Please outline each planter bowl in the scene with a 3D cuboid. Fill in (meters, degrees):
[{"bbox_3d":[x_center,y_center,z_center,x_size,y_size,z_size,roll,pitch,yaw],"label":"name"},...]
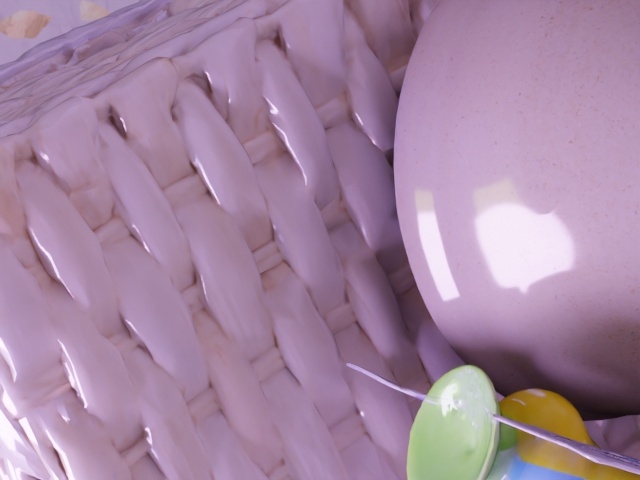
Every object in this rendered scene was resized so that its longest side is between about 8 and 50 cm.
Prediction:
[{"bbox_3d":[0.118,-0.023,0.440,0.109,0.162,0.162,-3,114,54],"label":"planter bowl"}]

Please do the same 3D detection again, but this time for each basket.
[{"bbox_3d":[-0.002,0.055,0.601,0.266,0.328,0.331,2,119,61],"label":"basket"}]

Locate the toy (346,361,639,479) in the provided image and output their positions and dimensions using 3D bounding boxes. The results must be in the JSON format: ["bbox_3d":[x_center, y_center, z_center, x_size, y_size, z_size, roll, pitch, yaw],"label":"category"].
[{"bbox_3d":[0.128,0.101,0.439,0.237,0.056,0.137,24,174,-24],"label":"toy"}]
